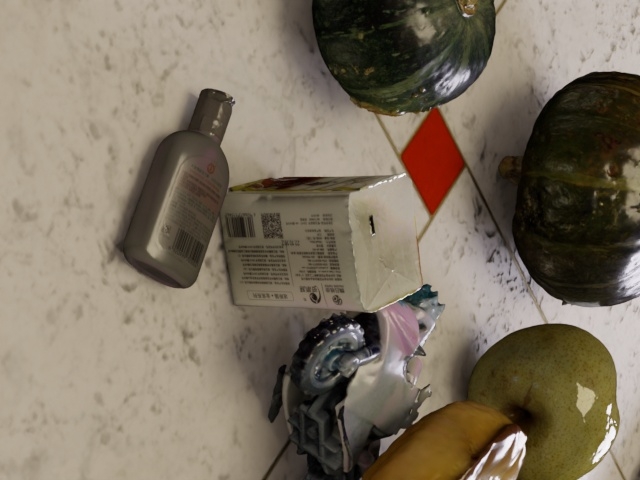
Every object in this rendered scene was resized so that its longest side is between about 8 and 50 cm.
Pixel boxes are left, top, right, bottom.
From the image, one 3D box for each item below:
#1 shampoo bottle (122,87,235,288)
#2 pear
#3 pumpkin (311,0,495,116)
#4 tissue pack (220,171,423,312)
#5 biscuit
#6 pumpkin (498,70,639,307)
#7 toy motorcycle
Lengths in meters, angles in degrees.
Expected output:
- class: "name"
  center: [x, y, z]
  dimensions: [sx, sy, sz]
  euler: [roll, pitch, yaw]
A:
- class: "shampoo bottle"
  center: [-0.110, -0.047, 1.304]
  dimensions: [0.080, 0.040, 0.165]
  euler: [35, 64, -44]
- class: "pear"
  center: [0.233, 0.170, 1.632]
  dimensions: [0.137, 0.167, 0.167]
  euler: [-11, 99, -57]
- class: "pumpkin"
  center: [0.075, -0.204, 1.436]
  dimensions: [0.190, 0.146, 0.190]
  euler: [10, 73, -37]
- class: "tissue pack"
  center: [0.001, 0.000, 1.353]
  dimensions: [0.099, 0.149, 0.106]
  euler: [-21, 107, -48]
- class: "biscuit"
  center: [0.076, 0.271, 1.426]
  dimensions: [0.296, 0.102, 0.296]
  euler: [-46, 157, -26]
- class: "pumpkin"
  center: [0.283, -0.059, 1.681]
  dimensions: [0.260, 0.189, 0.260]
  euler: [7, 90, -73]
- class: "toy motorcycle"
  center: [0.050, 0.124, 1.425]
  dimensions: [0.204, 0.108, 0.239]
  euler: [-41, 161, -33]
